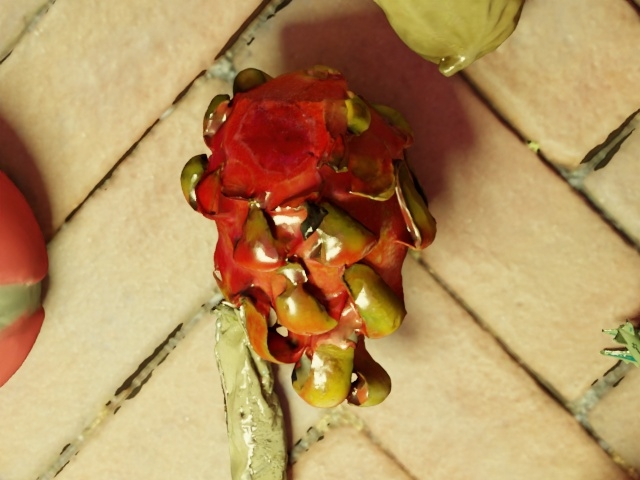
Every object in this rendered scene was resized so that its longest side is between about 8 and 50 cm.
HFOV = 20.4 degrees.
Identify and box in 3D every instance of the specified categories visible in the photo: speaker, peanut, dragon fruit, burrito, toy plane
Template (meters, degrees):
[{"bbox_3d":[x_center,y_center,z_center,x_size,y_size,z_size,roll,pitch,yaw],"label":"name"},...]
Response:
[{"bbox_3d":[-0.417,0.044,1.762,0.294,0.294,0.294,2,103,9],"label":"speaker"},{"bbox_3d":[0.090,-0.296,1.610,0.143,0.159,0.291,-27,97,-12],"label":"peanut"},{"bbox_3d":[-0.012,-0.005,1.663,0.227,0.243,0.307,12,85,46],"label":"dragon fruit"},{"bbox_3d":[-0.071,0.167,1.792,0.063,0.058,0.229,-8,103,7],"label":"burrito"},{"bbox_3d":[0.312,0.106,1.721,0.083,0.033,0.080,44,142,-20],"label":"toy plane"}]
